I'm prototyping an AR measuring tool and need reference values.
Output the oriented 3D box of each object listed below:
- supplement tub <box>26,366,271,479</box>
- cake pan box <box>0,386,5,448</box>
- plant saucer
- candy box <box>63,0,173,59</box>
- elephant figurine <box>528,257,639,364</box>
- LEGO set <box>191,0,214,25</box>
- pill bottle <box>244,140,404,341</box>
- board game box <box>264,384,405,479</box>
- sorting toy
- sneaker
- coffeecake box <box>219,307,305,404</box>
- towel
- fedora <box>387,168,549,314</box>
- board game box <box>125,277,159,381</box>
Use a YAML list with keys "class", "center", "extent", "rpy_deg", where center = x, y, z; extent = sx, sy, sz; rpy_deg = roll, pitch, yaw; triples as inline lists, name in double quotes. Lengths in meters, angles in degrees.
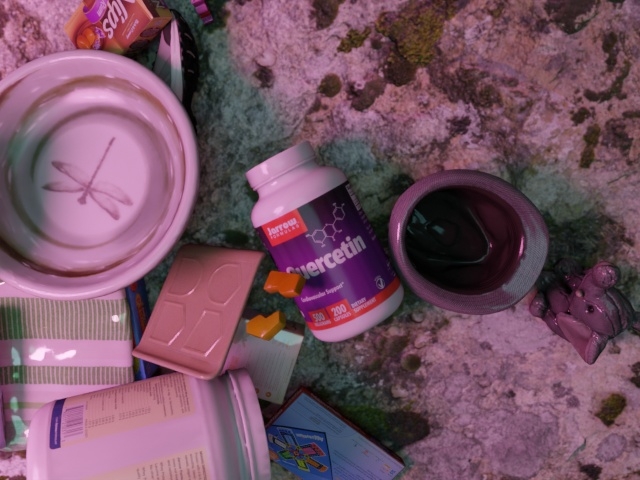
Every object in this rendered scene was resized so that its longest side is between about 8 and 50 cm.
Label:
- class: "supplement tub"
  center: [-0.260, 0.337, 0.835]
  extent: [0.325, 0.235, 0.235]
  rpy_deg: [-9, 98, -18]
- class: "cake pan box"
  center: [-0.651, 0.226, 0.922]
  extent: [0.246, 0.070, 0.266]
  rpy_deg: [13, 107, 34]
- class: "plant saucer"
  center: [-0.381, -0.103, 0.861]
  extent: [0.401, 0.100, 0.400]
  rpy_deg: [0, 85, 5]
- class: "candy box"
  center: [-0.342, -0.366, 0.883]
  extent: [0.187, 0.053, 0.109]
  rpy_deg: [-26, 99, 37]
- class: "elephant figurine"
  center: [0.472, 0.127, 0.904]
  extent: [0.186, 0.239, 0.169]
  rpy_deg: [23, 96, -4]
- class: "LEGO set"
  center: [-0.210, -0.503, 0.890]
  extent: [0.087, 0.093, 0.227]
  rpy_deg: [-21, 97, 2]
- class: "pill bottle"
  center: [0.000, 0.000, 0.913]
  extent: [0.181, 0.181, 0.323]
  rpy_deg: [-28, 97, 3]
- class: "board game box"
  center: [0.019, 0.408, 1.012]
  extent: [0.281, 0.027, 0.145]
  rpy_deg: [41, 94, -19]
- class: "sorting toy"
  center: [-0.167, 0.116, 0.876]
  extent: [0.307, 0.041, 0.229]
  rpy_deg: [5, 64, 37]
- class: "sneaker"
  center: [-0.274, -0.265, 0.920]
  extent: [0.108, 0.100, 0.271]
  rpy_deg: [6, 97, 4]
- class: "coffeecake box"
  center: [-0.138, 0.208, 0.994]
  extent: [0.186, 0.068, 0.142]
  rpy_deg: [17, 99, -3]
- class: "towel"
  center: [-0.451, 0.212, 0.920]
  extent: [0.248, 0.038, 0.324]
  rpy_deg: [0, 98, -2]
- class: "fedora"
  center: [0.246, -0.004, 0.943]
  extent: [0.275, 0.124, 0.243]
  rpy_deg: [18, 97, -6]
- class: "board game box"
  center: [-0.482, 0.124, 0.971]
  extent: [0.302, 0.086, 0.308]
  rpy_deg: [-9, 97, 1]
